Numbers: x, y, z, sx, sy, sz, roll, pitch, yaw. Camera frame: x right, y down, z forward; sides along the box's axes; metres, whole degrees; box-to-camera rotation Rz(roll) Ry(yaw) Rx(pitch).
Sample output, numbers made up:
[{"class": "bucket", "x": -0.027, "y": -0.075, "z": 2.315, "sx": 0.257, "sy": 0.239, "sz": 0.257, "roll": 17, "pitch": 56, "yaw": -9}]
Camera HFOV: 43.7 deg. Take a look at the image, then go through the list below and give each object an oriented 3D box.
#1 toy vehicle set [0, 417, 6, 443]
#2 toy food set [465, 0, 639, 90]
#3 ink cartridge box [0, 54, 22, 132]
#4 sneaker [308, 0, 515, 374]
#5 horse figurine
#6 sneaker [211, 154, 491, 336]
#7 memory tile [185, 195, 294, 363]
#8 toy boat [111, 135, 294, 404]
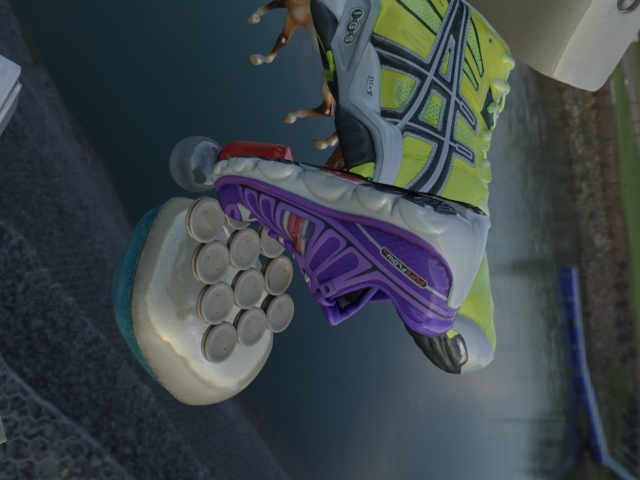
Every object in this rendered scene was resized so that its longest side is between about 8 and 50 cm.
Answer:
[{"class": "toy vehicle set", "x": -0.513, "y": 0.262, "z": 0.895, "sx": 0.267, "sy": 0.166, "sz": 0.035, "roll": -11, "pitch": 78, "yaw": -46}, {"class": "toy food set", "x": 0.200, "y": -0.313, "z": 0.730, "sx": 0.092, "sy": 0.219, "sz": 0.306, "roll": -5, "pitch": 44, "yaw": -36}, {"class": "ink cartridge box", "x": -0.477, "y": -0.142, "z": 0.813, "sx": 0.270, "sy": 0.197, "sz": 0.198, "roll": 29, "pitch": 76, "yaw": -18}, {"class": "sneaker", "x": 0.086, "y": -0.092, "z": 0.616, "sx": 0.145, "sy": 0.147, "sz": 0.384, "roll": 65, "pitch": 12, "yaw": -76}, {"class": "horse figurine", "x": 0.003, "y": -0.205, "z": 0.870, "sx": 0.066, "sy": 0.174, "sz": 0.263, "roll": -21, "pitch": 82, "yaw": -45}, {"class": "sneaker", "x": 0.000, "y": 0.000, "z": 0.385, "sx": 0.068, "sy": 0.170, "sz": 0.071, "roll": 7, "pitch": 100, "yaw": -41}, {"class": "memory tile", "x": -0.065, "y": 0.024, "z": 0.681, "sx": 0.113, "sy": 0.012, "sz": 0.148, "roll": -25, "pitch": 119, "yaw": -45}, {"class": "toy boat", "x": -0.130, "y": 0.017, "z": 0.874, "sx": 0.267, "sy": 0.148, "sz": 0.318, "roll": 69, "pitch": 29, "yaw": -54}]
